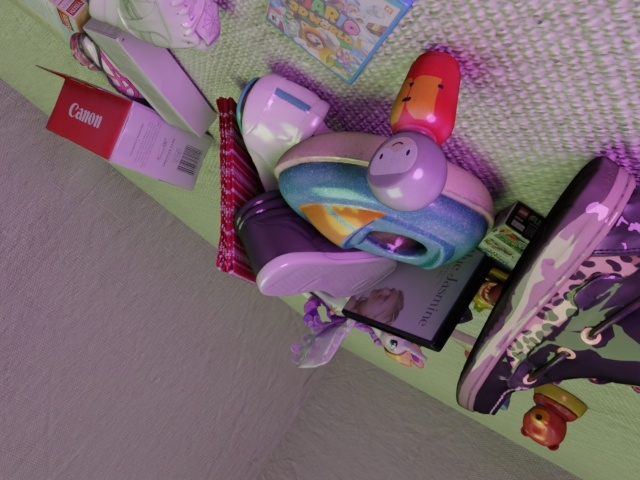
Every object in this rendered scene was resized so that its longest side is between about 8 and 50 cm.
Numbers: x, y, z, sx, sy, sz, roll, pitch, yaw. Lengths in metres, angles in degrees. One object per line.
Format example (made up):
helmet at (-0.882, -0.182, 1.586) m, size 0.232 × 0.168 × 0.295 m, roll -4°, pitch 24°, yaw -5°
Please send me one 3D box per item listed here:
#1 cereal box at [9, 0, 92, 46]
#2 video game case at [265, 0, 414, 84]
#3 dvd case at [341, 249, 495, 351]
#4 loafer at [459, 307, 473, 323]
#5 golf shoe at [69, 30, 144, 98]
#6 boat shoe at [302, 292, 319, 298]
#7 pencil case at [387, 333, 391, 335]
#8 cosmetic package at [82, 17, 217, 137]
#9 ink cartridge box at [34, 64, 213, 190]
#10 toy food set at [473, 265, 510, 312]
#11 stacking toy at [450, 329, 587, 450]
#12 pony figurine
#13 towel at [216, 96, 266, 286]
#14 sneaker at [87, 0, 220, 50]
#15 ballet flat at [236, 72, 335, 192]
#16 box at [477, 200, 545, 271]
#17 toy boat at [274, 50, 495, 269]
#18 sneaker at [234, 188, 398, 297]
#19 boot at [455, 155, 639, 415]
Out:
cereal box at (-0.504, -0.436, 0.928) m, size 0.240 × 0.047 × 0.173 m, roll 36°, pitch 167°, yaw -10°
video game case at (0.009, -0.220, 0.502) m, size 0.119 × 0.015 × 0.166 m, roll 37°, pitch 167°, yaw -7°
dvd case at (0.145, 0.065, 0.816) m, size 0.022 × 0.180 × 0.253 m, roll 42°, pitch 165°, yaw -23°
loafer at (0.253, 0.121, 1.064) m, size 0.170 × 0.062 × 0.061 m, roll -173°, pitch 69°, yaw -77°
golf shoe at (-0.347, -0.311, 0.943) m, size 0.086 × 0.067 × 0.186 m, roll -5°, pitch 166°, yaw 23°
boat shoe at (-0.083, 0.054, 1.544) m, size 0.324 × 0.097 × 0.116 m, roll 40°, pitch -153°, yaw -9°
pencil case at (0.101, 0.085, 0.992) m, size 0.209 × 0.095 × 0.098 m, roll 51°, pitch -156°, yaw -19°
cosmetic package at (-0.279, -0.281, 0.899) m, size 0.099 × 0.060 × 0.239 m, roll 29°, pitch 166°, yaw 31°
ink cartridge box at (-0.439, -0.240, 1.119) m, size 0.310 × 0.129 × 0.272 m, roll 25°, pitch -177°, yaw 39°
toy food set at (0.266, 0.093, 0.760) m, size 0.128 × 0.071 × 0.218 m, roll 34°, pitch -179°, yaw -12°
stacking toy at (0.433, 0.358, 1.272) m, size 0.279 × 0.130 × 0.309 m, roll 41°, pitch 165°, yaw -28°
pony figurine at (0.061, 0.152, 1.252) m, size 0.363 × 0.303 × 0.351 m, roll 55°, pitch 152°, yaw -18°
towel at (-0.114, -0.065, 0.833) m, size 0.031 × 0.274 × 0.199 m, roll -6°, pitch 165°, yaw 14°
sneaker at (-0.158, -0.281, 0.554) m, size 0.152 × 0.114 × 0.305 m, roll 25°, pitch 176°, yaw -24°
ballet flat at (-0.018, -0.090, 0.816) m, size 0.139 × 0.139 × 0.400 m, roll 30°, pitch 163°, yaw 19°
box at (0.299, 0.037, 0.657) m, size 0.207 × 0.036 × 0.114 m, roll 34°, pitch 167°, yaw 1°
toy boat at (0.073, -0.053, 0.576) m, size 0.268 × 0.148 × 0.318 m, roll 17°, pitch 160°, yaw 2°
sneaker at (0.000, 0.000, 0.766) m, size 0.296 × 0.104 × 0.146 m, roll 7°, pitch -134°, yaw -50°
boot at (0.315, 0.122, 0.531) m, size 0.284 × 0.138 × 0.377 m, roll 27°, pitch 136°, yaw 17°
